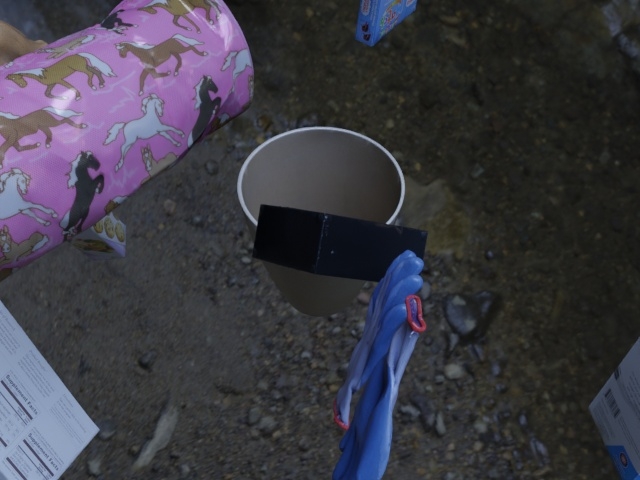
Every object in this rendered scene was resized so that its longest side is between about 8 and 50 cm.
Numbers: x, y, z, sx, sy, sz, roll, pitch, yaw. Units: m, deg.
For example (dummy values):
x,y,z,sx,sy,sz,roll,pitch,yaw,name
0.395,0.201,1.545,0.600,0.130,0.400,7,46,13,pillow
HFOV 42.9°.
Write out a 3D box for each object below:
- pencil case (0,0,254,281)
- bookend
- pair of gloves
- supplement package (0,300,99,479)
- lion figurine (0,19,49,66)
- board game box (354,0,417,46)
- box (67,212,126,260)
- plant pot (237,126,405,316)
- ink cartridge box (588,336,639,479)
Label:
x,y,z,sx,sy,sz,roll,pitch,yaw,name
-0.230,-0.113,0.765,0.386,0.160,0.167,-42,133,-39,pencil case
0.022,0.005,1.023,0.157,0.156,0.072,9,91,-32,bookend
0.042,0.098,0.594,0.023,0.159,0.198,19,18,-5,pair of gloves
-0.481,0.218,1.135,0.145,0.204,0.262,-51,125,-41,supplement package
-0.561,-0.259,1.397,0.142,0.240,0.392,-21,58,11,lion figurine
0.119,-0.431,1.268,0.039,0.211,0.160,26,46,18,board game box
-0.392,-0.038,1.318,0.063,0.324,0.067,-5,73,3,box
0.000,0.000,1.348,0.257,0.274,0.256,0,50,0,plant pot
0.496,0.249,1.196,0.086,0.203,0.148,2,46,-14,ink cartridge box
